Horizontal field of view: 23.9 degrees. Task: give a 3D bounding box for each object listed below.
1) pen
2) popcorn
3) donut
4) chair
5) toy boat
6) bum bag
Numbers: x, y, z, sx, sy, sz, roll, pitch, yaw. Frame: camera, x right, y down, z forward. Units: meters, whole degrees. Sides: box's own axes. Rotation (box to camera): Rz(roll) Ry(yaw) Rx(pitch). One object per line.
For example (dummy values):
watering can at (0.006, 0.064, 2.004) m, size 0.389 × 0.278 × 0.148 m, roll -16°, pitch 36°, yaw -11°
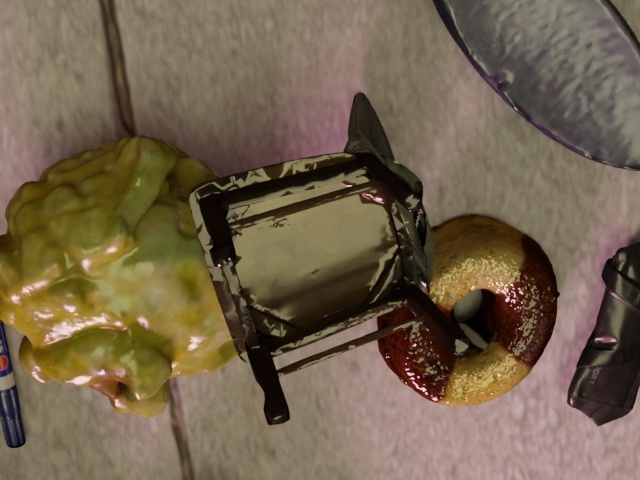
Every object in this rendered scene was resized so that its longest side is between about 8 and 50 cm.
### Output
pen at (-0.296, 0.096, 1.373) m, size 0.025 × 0.025 × 0.204 m, roll -9°, pitch 110°, yaw -3°
popcorn at (-0.160, 0.024, 1.277) m, size 0.256 × 0.195 × 0.255 m, roll 9°, pitch 115°, yaw -28°
donut at (0.137, 0.073, 1.386) m, size 0.166 × 0.073 × 0.184 m, roll 36°, pitch 101°, yaw -13°
chair at (0.000, 0.000, 1.209) m, size 0.186 × 0.319 × 0.160 m, roll -19°, pitch 109°, yaw -2°
toy boat at (0.205, -0.164, 1.307) m, size 0.127 × 0.078 × 0.283 m, roll -42°, pitch 107°, yaw 6°
bum bag at (0.284, 0.082, 1.418) m, size 0.087 × 0.049 × 0.198 m, roll 5°, pitch 110°, yaw -33°
